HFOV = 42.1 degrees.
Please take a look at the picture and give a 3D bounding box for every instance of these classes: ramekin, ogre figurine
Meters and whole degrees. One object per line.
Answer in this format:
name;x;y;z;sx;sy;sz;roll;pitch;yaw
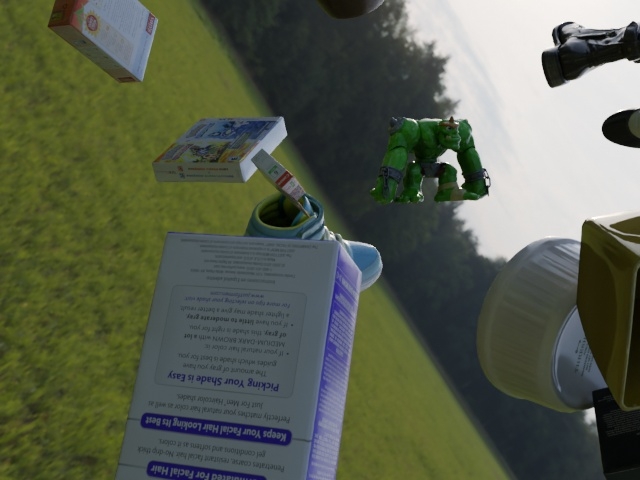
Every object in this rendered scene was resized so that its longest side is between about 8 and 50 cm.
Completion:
ramekin;0.381;0.137;1.274;0.127;0.273;0.273;27;-23;53
ogre figurine;0.151;-0.110;1.142;0.097;0.197;0.118;-177;-97;-76

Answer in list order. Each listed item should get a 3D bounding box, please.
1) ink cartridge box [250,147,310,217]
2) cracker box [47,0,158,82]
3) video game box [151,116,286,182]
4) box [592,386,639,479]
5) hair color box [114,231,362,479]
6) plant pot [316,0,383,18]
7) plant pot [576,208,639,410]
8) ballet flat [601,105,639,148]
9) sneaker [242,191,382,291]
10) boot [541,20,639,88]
ink cartridge box;-0.054;-0.089;1.287;0.115;0.029;0.063;42;-4;26
cracker box;-0.442;-0.448;1.713;0.232;0.067;0.155;38;58;-57
video game box;-0.187;-0.174;1.574;0.205;0.187;0.048;-57;141;-52
box;0.467;0.312;1.199;0.156;0.093;0.158;57;26;-27
hair color box;-0.078;0.169;0.794;0.110;0.185;0.339;53;43;-64
plant pot;0.029;-0.486;1.343;0.215;0.215;0.230;60;-5;50
plant pot;0.440;0.060;1.064;0.187;0.212;0.212;-115;-162;-62
ballet flat;0.519;-0.170;1.221;0.074;0.203;0.074;9;90;-70
sneaker;0.000;0.000;1.539;0.127;0.319;0.208;60;-39;39
boot;0.505;-0.334;1.399;0.091;0.229;0.263;66;33;-19
